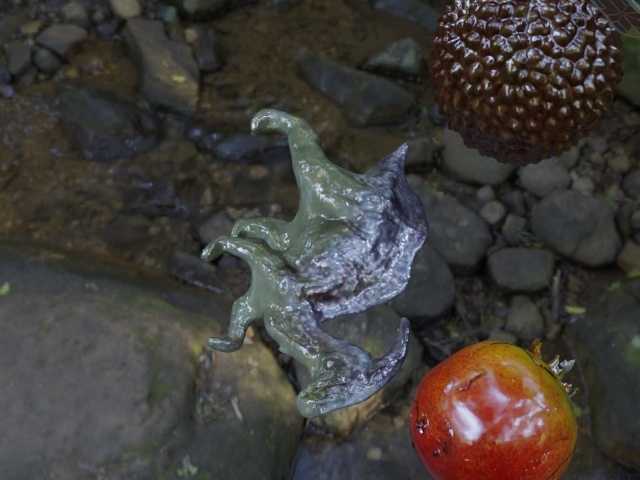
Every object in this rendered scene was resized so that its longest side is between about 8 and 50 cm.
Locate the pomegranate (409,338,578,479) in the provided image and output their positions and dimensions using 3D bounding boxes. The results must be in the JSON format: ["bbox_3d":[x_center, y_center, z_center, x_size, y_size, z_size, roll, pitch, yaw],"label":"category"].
[{"bbox_3d":[0.226,0.225,1.015,0.235,0.210,0.210,-32,55,-26],"label":"pomegranate"}]

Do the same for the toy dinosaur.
[{"bbox_3d":[0.000,0.006,0.619,0.162,0.077,0.294,11,57,7],"label":"toy dinosaur"}]

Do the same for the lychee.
[{"bbox_3d":[0.318,-0.271,1.252,0.306,0.330,0.306,-24,47,28],"label":"lychee"}]

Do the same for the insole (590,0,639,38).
[{"bbox_3d":[0.282,-0.259,0.807,0.065,0.193,0.006,16,78,55],"label":"insole"}]
